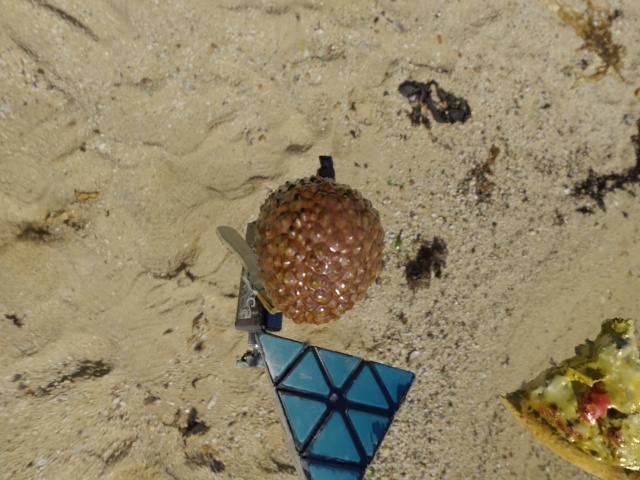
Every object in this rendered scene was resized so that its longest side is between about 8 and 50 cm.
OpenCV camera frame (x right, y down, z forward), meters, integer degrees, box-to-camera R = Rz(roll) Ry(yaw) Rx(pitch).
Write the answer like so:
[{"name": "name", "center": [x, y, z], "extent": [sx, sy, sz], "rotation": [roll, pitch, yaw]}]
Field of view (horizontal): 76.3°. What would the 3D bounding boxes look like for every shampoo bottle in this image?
[{"name": "shampoo bottle", "center": [-0.123, 0.108, 0.859], "extent": [0.071, 0.098, 0.310], "rotation": [26, 61, -52]}]

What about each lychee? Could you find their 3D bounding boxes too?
[{"name": "lychee", "center": [0.000, 0.000, 0.567], "extent": [0.200, 0.200, 0.239], "rotation": [9, 88, -21]}]

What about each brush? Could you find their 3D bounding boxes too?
[{"name": "brush", "center": [-0.128, 0.037, 0.747], "extent": [0.085, 0.336, 0.020], "rotation": [0, 113, -34]}]

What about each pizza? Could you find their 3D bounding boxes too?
[{"name": "pizza", "center": [0.497, 0.271, 0.749], "extent": [0.075, 0.279, 0.288], "rotation": [11, 95, -53]}]

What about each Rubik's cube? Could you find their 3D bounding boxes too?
[{"name": "Rubik's cube", "center": [0.007, 0.307, 0.705], "extent": [0.228, 0.233, 0.228], "rotation": [34, 68, -55]}]
